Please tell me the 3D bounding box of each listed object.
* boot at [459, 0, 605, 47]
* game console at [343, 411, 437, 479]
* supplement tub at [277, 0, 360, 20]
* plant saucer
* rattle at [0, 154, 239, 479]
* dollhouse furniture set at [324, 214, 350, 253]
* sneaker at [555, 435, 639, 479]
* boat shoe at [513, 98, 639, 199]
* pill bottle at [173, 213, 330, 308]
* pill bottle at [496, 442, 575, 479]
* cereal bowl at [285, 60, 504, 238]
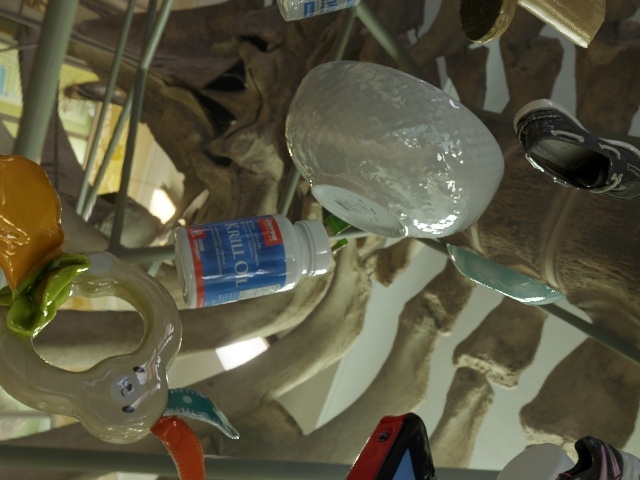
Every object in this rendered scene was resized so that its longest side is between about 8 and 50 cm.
[{"bbox_3d":[0.359,-0.383,0.816,0.089,0.270,0.236,-11,-113,59],"label":"boot"},{"bbox_3d":[0.089,0.458,0.649,0.060,0.386,0.342,-10,-76,32],"label":"game console"},{"bbox_3d":[-0.003,-0.343,0.678,0.071,0.107,0.071,161,-90,-80],"label":"supplement tub"},{"bbox_3d":[0.281,0.061,0.789,0.195,0.195,0.037,29,-86,58],"label":"plant saucer"},{"bbox_3d":[-0.125,0.057,0.324,0.200,0.130,0.142,43,-61,24],"label":"rattle"},{"bbox_3d":[0.000,0.000,1.019,0.152,0.058,0.076,-38,-96,39],"label":"dollhouse furniture set"},{"bbox_3d":[0.313,0.319,0.602,0.178,0.077,0.072,-53,173,-31],"label":"sneaker"},{"bbox_3d":[0.189,-0.054,0.353,0.046,0.125,0.038,-39,-146,43],"label":"boat shoe"},{"bbox_3d":[-0.103,0.024,0.769,0.124,0.222,0.124,170,-90,-68],"label":"pill bottle"},{"bbox_3d":[0.459,0.526,0.847,0.334,0.188,0.188,51,-48,7],"label":"pill bottle"},{"bbox_3d":[0.089,-0.100,0.754,0.339,0.339,0.141,6,-114,59],"label":"cereal bowl"}]
